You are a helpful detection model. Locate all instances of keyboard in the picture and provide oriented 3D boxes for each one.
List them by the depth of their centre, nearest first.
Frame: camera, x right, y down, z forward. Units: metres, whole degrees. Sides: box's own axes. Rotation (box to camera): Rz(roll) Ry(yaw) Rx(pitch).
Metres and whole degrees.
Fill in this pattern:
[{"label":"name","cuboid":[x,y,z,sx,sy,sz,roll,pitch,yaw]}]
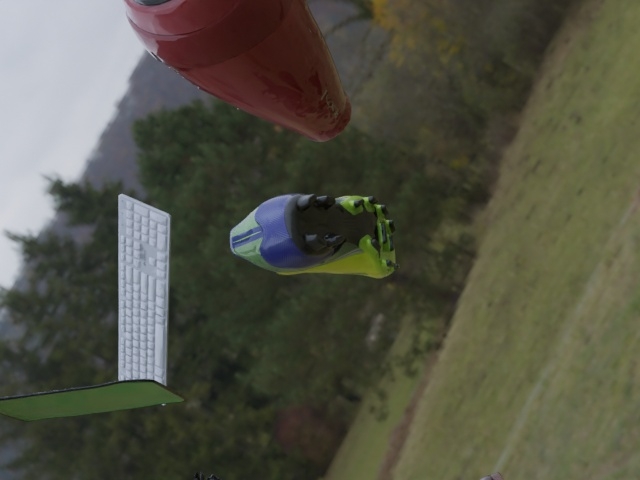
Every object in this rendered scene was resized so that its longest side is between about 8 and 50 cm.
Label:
[{"label":"keyboard","cuboid":[-0.198,0.070,1.394,0.014,0.072,0.256,-29,-45,-43]}]

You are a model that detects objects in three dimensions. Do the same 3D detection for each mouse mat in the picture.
[{"label":"mouse mat","cuboid":[-0.244,0.166,1.289,0.152,0.189,0.007,61,-159,-73]}]

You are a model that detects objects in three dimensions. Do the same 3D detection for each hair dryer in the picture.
[{"label":"hair dryer","cuboid":[-0.008,-0.171,0.670,0.223,0.080,0.294,-25,-43,-29]}]

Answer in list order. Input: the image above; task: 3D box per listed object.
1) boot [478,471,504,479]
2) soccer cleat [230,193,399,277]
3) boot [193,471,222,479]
[{"label":"boot","cuboid":[0.178,0.329,1.511,0.114,0.037,0.106,-20,11,-2]},{"label":"soccer cleat","cuboid":[0.000,-0.001,1.442,0.121,0.094,0.289,-16,-13,25]},{"label":"boot","cuboid":[-0.106,0.289,1.249,0.045,0.121,0.099,-46,-19,14]}]
